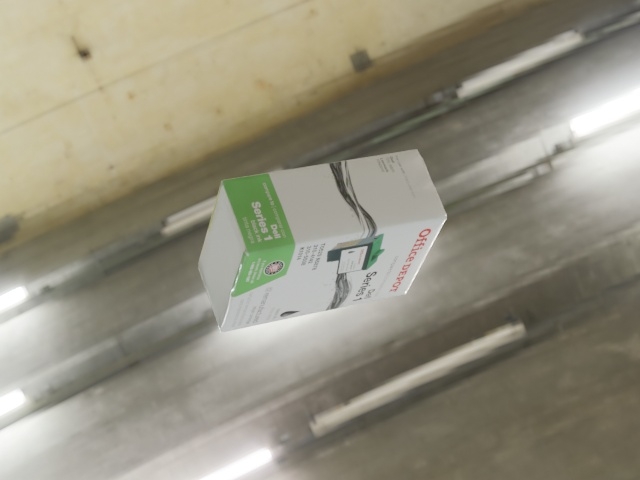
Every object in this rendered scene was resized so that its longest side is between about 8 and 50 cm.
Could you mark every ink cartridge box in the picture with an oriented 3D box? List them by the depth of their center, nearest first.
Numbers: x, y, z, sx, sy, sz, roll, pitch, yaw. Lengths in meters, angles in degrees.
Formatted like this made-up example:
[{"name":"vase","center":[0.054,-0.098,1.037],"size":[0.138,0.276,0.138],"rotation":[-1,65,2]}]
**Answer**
[{"name":"ink cartridge box","center":[0.000,0.000,1.308],"size":[0.219,0.093,0.160],"rotation":[-10,150,-21]}]
